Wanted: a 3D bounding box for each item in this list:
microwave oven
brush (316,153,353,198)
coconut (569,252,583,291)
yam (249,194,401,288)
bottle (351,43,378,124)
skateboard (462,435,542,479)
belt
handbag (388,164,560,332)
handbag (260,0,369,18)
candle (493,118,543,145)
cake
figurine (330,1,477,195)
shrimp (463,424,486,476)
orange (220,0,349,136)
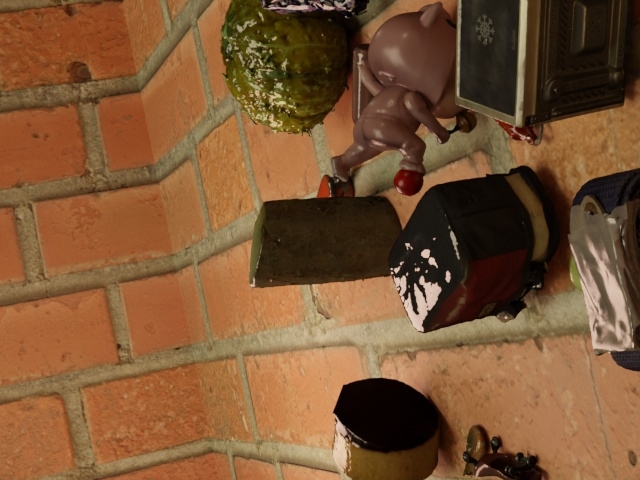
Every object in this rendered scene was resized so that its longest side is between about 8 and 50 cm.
[{"bbox_3d":[0.266,-0.272,1.330,0.145,0.194,0.240,34,131,55],"label":"microwave oven"},{"bbox_3d":[0.023,-0.066,2.241,0.323,0.051,0.070,108,151,-57],"label":"brush"},{"bbox_3d":[0.346,0.029,1.410,0.096,0.088,0.087,32,130,46],"label":"coconut"},{"bbox_3d":[0.000,0.000,2.056,0.161,0.268,0.161,176,90,-77],"label":"yam"},{"bbox_3d":[0.081,-0.267,1.985,0.053,0.053,0.140,-133,38,-55],"label":"bottle"},{"bbox_3d":[0.288,0.361,1.760,0.151,0.067,0.080,11,120,63],"label":"skateboard"},{"bbox_3d":[0.359,0.035,1.301,0.126,0.140,0.230,164,93,-68],"label":"belt"},{"bbox_3d":[0.219,0.019,1.593,0.254,0.181,0.181,111,142,-57],"label":"handbag"},{"bbox_3d":[-0.007,-0.482,1.911,0.208,0.127,0.228,2,96,24],"label":"handbag"},{"bbox_3d":[0.264,-0.176,1.591,0.053,0.048,0.162,51,-177,-45],"label":"candle"},{"bbox_3d":[0.108,0.365,2.028,0.208,0.185,0.178,35,132,30],"label":"cake"},{"bbox_3d":[0.135,-0.203,1.700,0.287,0.186,0.176,-68,12,-11],"label":"figurine"},{"bbox_3d":[0.251,0.345,1.891,0.108,0.023,0.059,102,159,-46],"label":"shrimp"},{"bbox_3d":[-0.076,-0.346,2.123,0.301,0.223,0.300,123,138,-62],"label":"orange"}]
